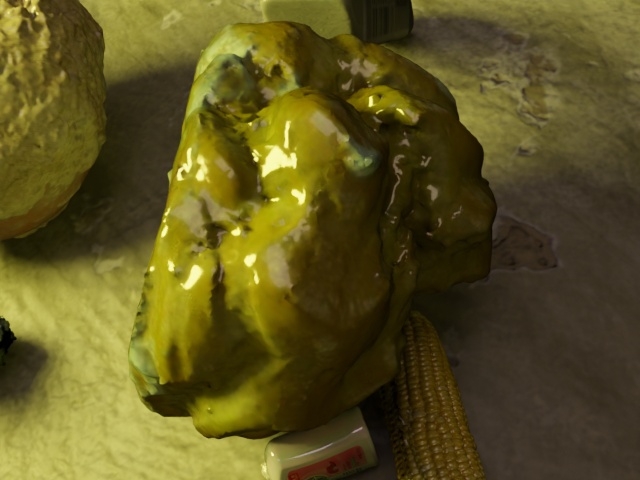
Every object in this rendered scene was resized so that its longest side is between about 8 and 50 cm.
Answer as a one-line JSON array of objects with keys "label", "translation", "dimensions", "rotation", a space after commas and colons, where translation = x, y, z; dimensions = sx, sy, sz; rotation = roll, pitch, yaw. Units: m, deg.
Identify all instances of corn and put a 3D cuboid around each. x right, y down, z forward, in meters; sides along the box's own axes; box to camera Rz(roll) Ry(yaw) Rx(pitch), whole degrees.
[{"label": "corn", "translation": [0.092, 0.153, 0.773], "dimensions": [0.072, 0.072, 0.203], "rotation": [-13, 54, 2]}]

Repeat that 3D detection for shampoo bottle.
[{"label": "shampoo bottle", "translation": [-0.003, 0.186, 0.766], "dimensions": [0.099, 0.072, 0.043], "rotation": [-20, 51, -2]}]

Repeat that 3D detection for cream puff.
[{"label": "cream puff", "translation": [0.000, 0.000, 0.743], "dimensions": [0.275, 0.378, 0.378], "rotation": [16, 58, -10]}]

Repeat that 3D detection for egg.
[{"label": "egg", "translation": [-0.356, -0.138, 0.934], "dimensions": [0.279, 0.279, 0.311], "rotation": [7, 80, 15]}]

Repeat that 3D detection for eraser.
[{"label": "eraser", "translation": [0.031, -0.231, 0.917], "dimensions": [0.089, 0.061, 0.352], "rotation": [2, 16, 15]}]

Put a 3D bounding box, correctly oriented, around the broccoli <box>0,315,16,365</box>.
[{"label": "broccoli", "translation": [-0.388, 0.129, 0.859], "dimensions": [0.154, 0.167, 0.160], "rotation": [-28, 81, 30]}]
